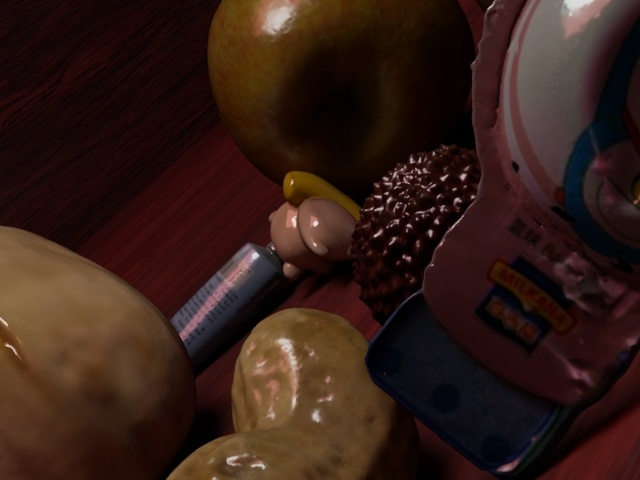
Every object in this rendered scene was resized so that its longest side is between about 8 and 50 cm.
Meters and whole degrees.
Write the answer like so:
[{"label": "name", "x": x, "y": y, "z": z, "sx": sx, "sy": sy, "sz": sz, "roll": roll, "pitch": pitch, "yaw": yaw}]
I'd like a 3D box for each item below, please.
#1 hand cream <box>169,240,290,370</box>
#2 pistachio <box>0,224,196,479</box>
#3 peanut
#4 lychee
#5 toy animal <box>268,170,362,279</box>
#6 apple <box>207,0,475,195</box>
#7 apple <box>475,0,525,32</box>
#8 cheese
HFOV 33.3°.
[{"label": "hand cream", "x": -0.125, "y": 0.094, "z": 0.998, "sx": 0.271, "sy": 0.058, "sz": 0.091, "roll": -43, "pitch": 25, "yaw": -4}, {"label": "pistachio", "x": -0.231, "y": 0.110, "z": 0.831, "sx": 0.229, "sy": 0.238, "sz": 0.321, "roll": -38, "pitch": 42, "yaw": -18}, {"label": "peanut", "x": -0.013, "y": 0.117, "z": 0.493, "sx": 0.098, "sy": 0.103, "sz": 0.229, "roll": -18, "pitch": 23, "yaw": 25}, {"label": "lychee", "x": 0.076, "y": 0.006, "z": 0.597, "sx": 0.123, "sy": 0.123, "sz": 0.129, "roll": -42, "pitch": -22, "yaw": -15}, {"label": "toy animal", "x": 0.000, "y": 0.000, "z": 0.946, "sx": 0.082, "sy": 0.091, "sz": 0.114, "roll": -53, "pitch": 39, "yaw": 18}, {"label": "apple", "x": 0.017, "y": -0.162, "z": 1.029, "sx": 0.264, "sy": 0.264, "sz": 0.264, "roll": -37, "pitch": 13, "yaw": 10}, {"label": "apple", "x": 0.243, "y": -0.306, "z": 0.872, "sx": 0.250, "sy": 0.277, "sz": 0.309, "roll": -7, "pitch": 46, "yaw": 37}, {"label": "cheese", "x": 0.134, "y": -0.027, "z": 0.458, "sx": 0.286, "sy": 0.189, "sz": 0.074, "roll": -52, "pitch": -9, "yaw": 10}]
